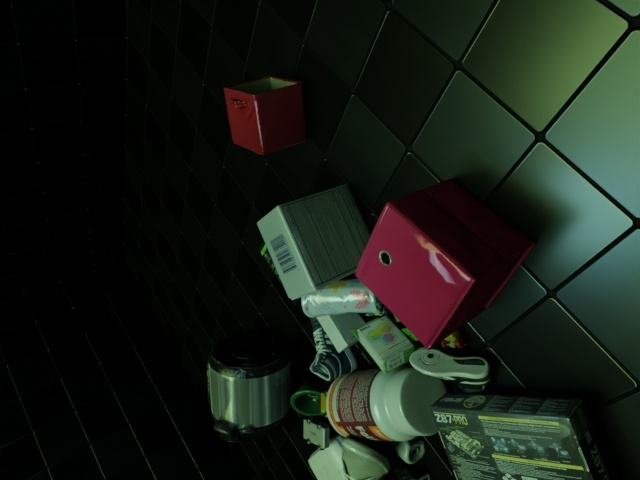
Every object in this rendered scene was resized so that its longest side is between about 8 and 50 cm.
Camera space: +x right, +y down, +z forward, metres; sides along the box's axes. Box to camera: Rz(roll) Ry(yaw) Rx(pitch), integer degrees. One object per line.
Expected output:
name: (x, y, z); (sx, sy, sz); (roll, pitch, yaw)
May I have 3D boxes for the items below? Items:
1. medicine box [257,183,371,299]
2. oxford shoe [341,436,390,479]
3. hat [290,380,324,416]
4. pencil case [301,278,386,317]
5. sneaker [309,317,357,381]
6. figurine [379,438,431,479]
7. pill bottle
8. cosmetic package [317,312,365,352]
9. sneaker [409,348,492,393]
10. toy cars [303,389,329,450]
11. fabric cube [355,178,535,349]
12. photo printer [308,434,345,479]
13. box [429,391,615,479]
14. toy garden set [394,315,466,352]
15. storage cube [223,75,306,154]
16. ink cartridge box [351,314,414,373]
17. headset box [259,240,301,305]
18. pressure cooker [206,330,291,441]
medicine box: (0.000, 0.000, 1.439); (0.149, 0.289, 0.263); (-29, 84, 52)
oxford shoe: (0.143, 0.795, 1.622); (0.169, 0.130, 0.449); (23, 148, 24)
hat: (-0.040, 0.641, 2.058); (0.208, 0.183, 0.173); (1, 124, 8)
pencil case: (0.074, 0.185, 1.508); (0.273, 0.113, 0.124); (-6, 124, 25)
sneaker: (0.005, 0.386, 1.753); (0.282, 0.153, 0.099); (56, 142, 16)
figurine: (0.272, 0.756, 1.663); (0.209, 0.092, 0.215); (7, 112, 56)
pill bottle: (0.204, 0.518, 1.501); (0.392, 0.224, 0.224); (-33, 81, 55)
cosmetic package: (0.058, 0.259, 1.650); (0.231, 0.117, 0.085); (54, 144, 17)
sneaker: (0.359, 0.371, 1.299); (0.216, 0.079, 0.121); (2, 135, 32)
toy cars: (0.039, 0.722, 1.901); (0.394, 0.087, 0.176); (-64, 34, 35)
fabric cube: (0.284, 0.049, 1.122); (0.258, 0.259, 0.254); (47, 138, 27)
photo printer: (0.087, 0.972, 1.993); (0.256, 0.107, 0.307); (52, 141, 21)
box: (0.494, 0.548, 1.168); (0.395, 0.097, 0.318); (-22, 92, 51)
toy garden set: (0.306, 0.224, 1.370); (0.204, 0.049, 0.244); (-32, 81, 56)
storage cube: (-0.178, -0.410, 1.531); (0.183, 0.215, 0.193); (28, 134, 42)
ink cartridge box: (0.187, 0.302, 1.462); (0.209, 0.109, 0.062); (48, 156, 50)
headset box: (-0.079, 0.046, 1.704); (0.283, 0.131, 0.246); (56, 142, 17)
pressure cooker: (-0.309, 0.661, 2.085); (0.375, 0.369, 0.420); (-143, 50, -65)
